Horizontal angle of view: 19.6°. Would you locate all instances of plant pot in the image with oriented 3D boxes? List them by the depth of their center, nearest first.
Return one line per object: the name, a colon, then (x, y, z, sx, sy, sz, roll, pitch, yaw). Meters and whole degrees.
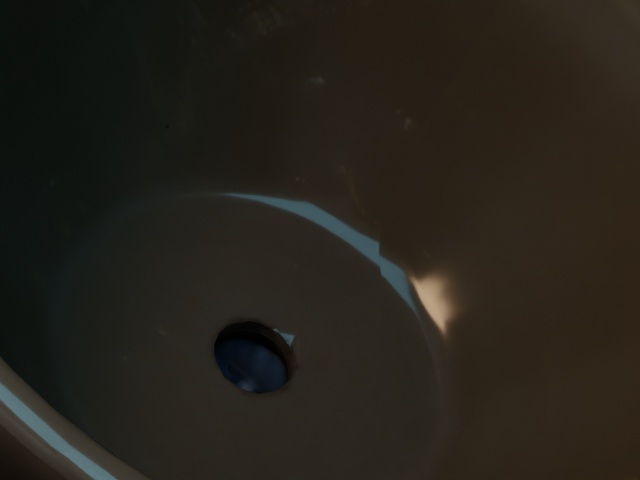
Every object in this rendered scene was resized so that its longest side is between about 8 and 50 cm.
plant pot: (0.000, 0.000, 0.417, 0.237, 0.110, 0.237, 11, 51, -14)
